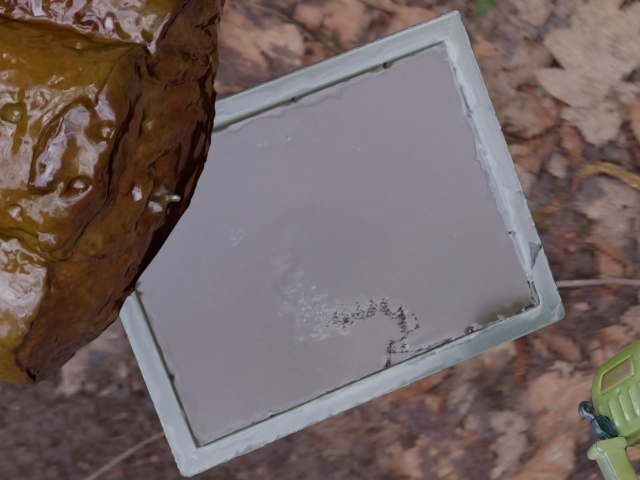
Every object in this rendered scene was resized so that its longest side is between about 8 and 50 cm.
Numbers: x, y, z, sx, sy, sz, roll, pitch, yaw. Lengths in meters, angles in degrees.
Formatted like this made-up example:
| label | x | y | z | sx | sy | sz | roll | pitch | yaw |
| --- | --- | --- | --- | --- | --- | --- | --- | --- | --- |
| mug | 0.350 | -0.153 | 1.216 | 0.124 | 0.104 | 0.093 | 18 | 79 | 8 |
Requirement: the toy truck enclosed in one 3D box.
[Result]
| label | x | y | z | sx | sy | sz | roll | pitch | yaw |
| --- | --- | --- | --- | --- | --- | --- | --- | --- | --- |
| toy truck | 0.206 | 0.133 | 0.933 | 0.077 | 0.100 | 0.169 | -42 | 56 | 53 |

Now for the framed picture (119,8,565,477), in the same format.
| label | x | y | z | sx | sy | sz | roll | pitch | yaw |
| --- | --- | --- | --- | --- | --- | --- | --- | --- | --- |
| framed picture | 0.000 | 0.000 | 1.054 | 0.273 | 0.016 | 0.216 | -21 | 96 | -10 |

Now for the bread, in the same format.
| label | x | y | z | sx | sy | sz | roll | pitch | yaw |
| --- | --- | --- | --- | --- | --- | --- | --- | --- | --- |
| bread | -0.126 | -0.038 | 0.792 | 0.135 | 0.247 | 0.232 | 19 | 110 | -1 |
